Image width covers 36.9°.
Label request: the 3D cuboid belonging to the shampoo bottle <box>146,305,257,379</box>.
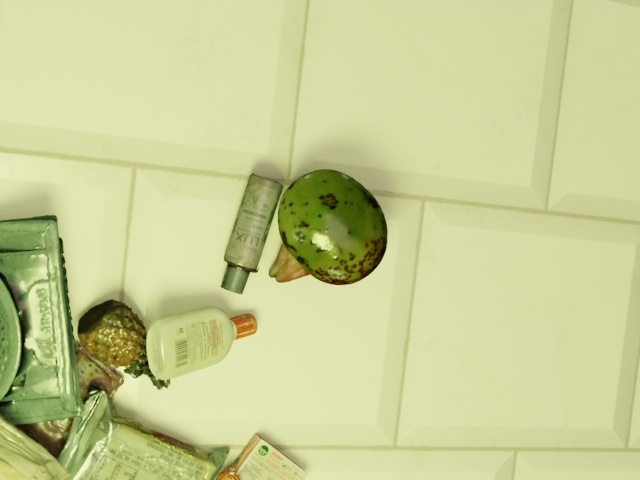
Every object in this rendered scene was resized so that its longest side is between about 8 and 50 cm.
[{"bbox_3d":[-0.204,0.170,1.682,0.220,0.051,0.108,-13,103,-45],"label":"shampoo bottle"}]

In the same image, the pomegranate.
[{"bbox_3d":[0.000,0.000,1.727,0.214,0.214,0.248,38,114,-20],"label":"pomegranate"}]

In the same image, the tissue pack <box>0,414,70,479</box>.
[{"bbox_3d":[-0.645,0.375,1.479,0.390,0.195,0.376,-38,110,4],"label":"tissue pack"}]

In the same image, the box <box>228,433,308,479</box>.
[{"bbox_3d":[-0.098,0.434,1.793,0.125,0.043,0.089,42,80,-19],"label":"box"}]

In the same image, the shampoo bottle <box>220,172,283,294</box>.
[{"bbox_3d":[-0.127,-0.010,1.727,0.072,0.072,0.214,18,89,-22],"label":"shampoo bottle"}]

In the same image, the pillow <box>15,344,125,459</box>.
[{"bbox_3d":[-0.433,0.282,1.651,0.118,0.043,0.185,42,76,-21],"label":"pillow"}]

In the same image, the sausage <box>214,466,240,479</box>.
[{"bbox_3d":[-0.212,0.572,1.741,0.053,0.053,0.348,16,96,-22],"label":"sausage"}]

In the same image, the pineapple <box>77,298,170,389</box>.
[{"bbox_3d":[-0.327,0.190,1.660,0.108,0.108,0.198,-47,121,-11],"label":"pineapple"}]

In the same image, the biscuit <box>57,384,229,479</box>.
[{"bbox_3d":[-0.312,0.394,1.678,0.309,0.079,0.186,30,80,-27],"label":"biscuit"}]

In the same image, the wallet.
[{"bbox_3d":[-0.524,0.138,1.557,0.237,0.075,0.342,-5,98,0],"label":"wallet"}]
